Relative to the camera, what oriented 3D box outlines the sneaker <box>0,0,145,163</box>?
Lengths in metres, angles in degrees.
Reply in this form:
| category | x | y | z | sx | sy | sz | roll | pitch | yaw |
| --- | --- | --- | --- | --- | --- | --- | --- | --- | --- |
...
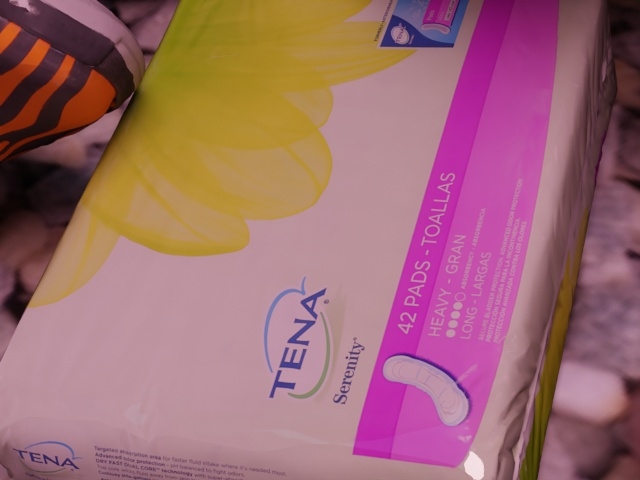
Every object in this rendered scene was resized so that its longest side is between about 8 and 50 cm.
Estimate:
| category | x | y | z | sx | sy | sz | roll | pitch | yaw |
| --- | --- | --- | --- | --- | --- | --- | --- | --- | --- |
| sneaker | -0.197 | -0.028 | 0.684 | 0.321 | 0.124 | 0.180 | -9 | 53 | 62 |

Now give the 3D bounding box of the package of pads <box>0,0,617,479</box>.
| category | x | y | z | sx | sy | sz | roll | pitch | yaw |
| --- | --- | --- | --- | --- | --- | --- | --- | --- | --- |
| package of pads | 0.000 | 0.000 | 0.657 | 0.229 | 0.101 | 0.297 | 4 | 51 | 19 |
